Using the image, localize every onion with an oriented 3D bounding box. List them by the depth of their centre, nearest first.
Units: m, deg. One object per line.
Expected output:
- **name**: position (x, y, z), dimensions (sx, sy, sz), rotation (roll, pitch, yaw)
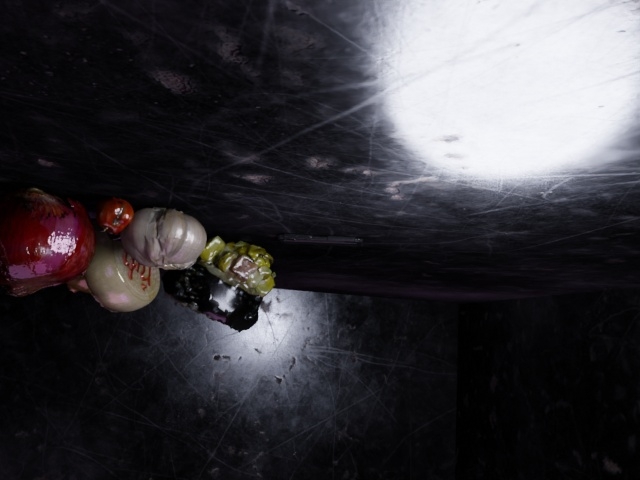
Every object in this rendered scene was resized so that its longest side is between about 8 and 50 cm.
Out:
- **onion**: position (-0.670, 0.004, 1.214), dimensions (0.275, 0.277, 0.276), rotation (4, 170, 1)

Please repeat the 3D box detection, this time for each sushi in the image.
- **sushi**: position (-0.331, 0.123, 1.768), dimensions (0.328, 0.286, 0.328), rotation (23, 173, 23)

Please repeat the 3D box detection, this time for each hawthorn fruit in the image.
- **hawthorn fruit**: position (-0.497, -0.058, 1.254), dimensions (0.092, 0.093, 0.093), rotation (4, 170, 1)

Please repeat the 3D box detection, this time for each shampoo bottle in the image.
- **shampoo bottle**: position (-0.546, -0.030, 1.450), dimensions (0.068, 0.067, 0.236), rotation (-16, 173, 8)

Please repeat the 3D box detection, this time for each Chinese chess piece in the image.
- **Chinese chess piece**: position (-0.588, 0.078, 1.545), dimensions (0.112, 0.270, 0.270), rotation (-18, 166, 9)

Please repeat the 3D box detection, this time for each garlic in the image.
- **garlic**: position (-0.409, -0.001, 1.371), dimensions (0.227, 0.152, 0.228), rotation (8, 169, 2)

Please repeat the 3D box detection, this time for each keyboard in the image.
- **keyboard**: position (0.000, -0.001, 1.591), dimensions (0.262, 0.016, 0.106), rotation (2, 170, 6)

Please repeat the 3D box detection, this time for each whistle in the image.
- **whistle**: position (-0.596, -0.074, 1.368), dimensions (0.176, 0.033, 0.033), rotation (1, 170, 19)

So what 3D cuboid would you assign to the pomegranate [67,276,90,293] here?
- **pomegranate**: position (-0.770, 0.070, 1.765), dimensions (0.232, 0.234, 0.233), rotation (4, 170, 1)
